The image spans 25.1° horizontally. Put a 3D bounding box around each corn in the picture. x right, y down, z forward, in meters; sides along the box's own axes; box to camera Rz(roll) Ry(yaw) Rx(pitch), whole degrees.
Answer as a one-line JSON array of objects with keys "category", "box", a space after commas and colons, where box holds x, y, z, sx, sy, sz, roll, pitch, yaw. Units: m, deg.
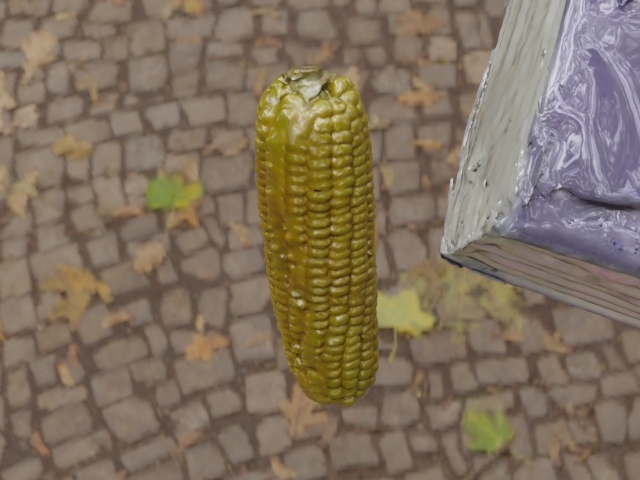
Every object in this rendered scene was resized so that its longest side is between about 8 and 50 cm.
[{"category": "corn", "box": [0.000, 0.000, 1.409, 0.120, 0.363, 0.120, -5, 25, 2]}]

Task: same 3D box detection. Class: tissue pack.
[{"category": "tissue pack", "box": [0.250, -0.052, 0.663, 0.343, 0.125, 0.242, 19, 73, -9]}]
